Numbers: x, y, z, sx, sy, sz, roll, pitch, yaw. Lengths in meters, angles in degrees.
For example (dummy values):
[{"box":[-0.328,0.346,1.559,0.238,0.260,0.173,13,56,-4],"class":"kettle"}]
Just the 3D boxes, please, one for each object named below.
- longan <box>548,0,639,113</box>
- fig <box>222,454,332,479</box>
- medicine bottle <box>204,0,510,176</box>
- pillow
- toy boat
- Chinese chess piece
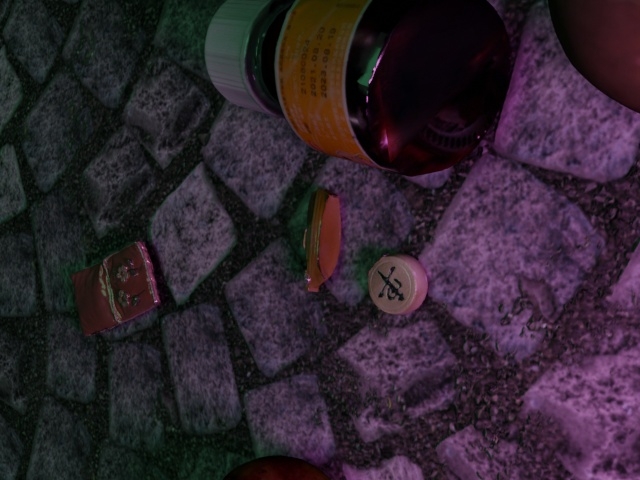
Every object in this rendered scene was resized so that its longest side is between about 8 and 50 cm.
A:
[{"box":[0.356,-0.259,0.794,0.243,0.300,0.300,-125,46,-75],"class":"longan"},{"box":[-0.066,0.447,1.203,0.217,0.217,0.320,51,148,27],"class":"fig"},{"box":[0.027,-0.230,1.070,0.395,0.243,0.242,28,108,50],"class":"medicine bottle"},{"box":[-0.367,0.089,1.501,0.233,0.043,0.126,-24,77,38],"class":"pillow"},{"box":[0.000,0.000,1.200,0.049,0.047,0.149,7,92,53],"class":"toy boat"},{"box":[0.103,0.058,1.124,0.084,0.034,0.084,2,92,39],"class":"Chinese chess piece"}]
